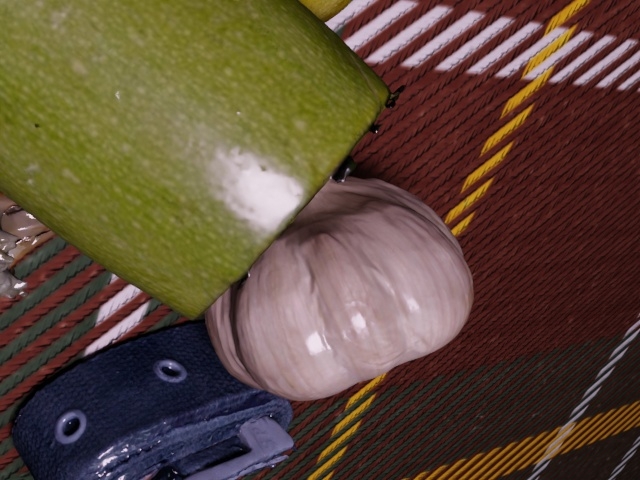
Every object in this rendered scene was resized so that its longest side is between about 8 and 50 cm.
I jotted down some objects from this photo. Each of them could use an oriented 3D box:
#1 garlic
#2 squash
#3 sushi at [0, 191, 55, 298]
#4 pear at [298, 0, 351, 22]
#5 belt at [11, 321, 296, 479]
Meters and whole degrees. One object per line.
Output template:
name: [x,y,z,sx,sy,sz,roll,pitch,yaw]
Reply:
garlic: [0.000,0.000,0.735,0.218,0.218,0.212,-22,99,-29]
squash: [-0.110,-0.096,0.524,0.189,0.260,0.189,-50,-174,7]
sushi: [-0.243,0.014,0.530,0.226,0.103,0.097,-28,126,-25]
pear: [-0.016,-0.176,0.550,0.107,0.107,0.131,-12,131,-38]
belt: [-0.120,0.155,0.770,0.218,0.128,0.122,-15,135,-37]
